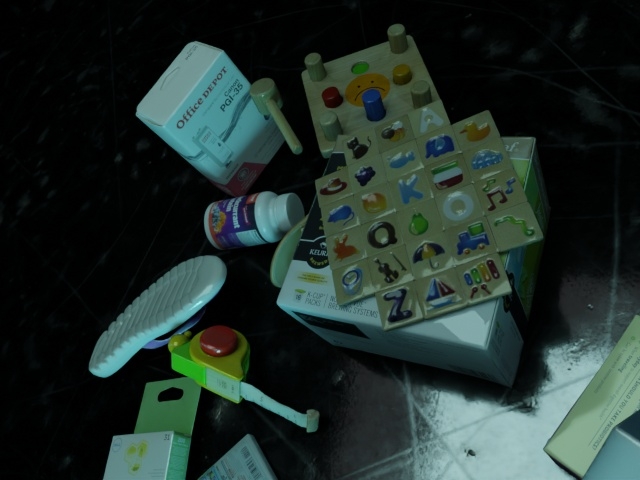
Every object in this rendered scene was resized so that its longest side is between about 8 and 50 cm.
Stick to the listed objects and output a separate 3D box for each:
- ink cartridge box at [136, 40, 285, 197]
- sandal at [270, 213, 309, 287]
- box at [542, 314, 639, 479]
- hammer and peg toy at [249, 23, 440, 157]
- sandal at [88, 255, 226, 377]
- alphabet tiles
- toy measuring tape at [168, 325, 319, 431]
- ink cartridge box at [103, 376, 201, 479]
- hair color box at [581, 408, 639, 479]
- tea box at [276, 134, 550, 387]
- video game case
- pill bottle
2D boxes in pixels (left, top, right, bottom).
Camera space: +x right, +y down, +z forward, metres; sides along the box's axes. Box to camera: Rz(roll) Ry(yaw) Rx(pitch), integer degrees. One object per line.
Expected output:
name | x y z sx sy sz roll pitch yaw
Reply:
ink cartridge box | -0.227 -0.257 1.226 0.117 0.283 0.207 30 81 38
sandal | -0.003 -0.004 1.081 0.079 0.088 0.240 22 70 42
box | 0.441 0.251 0.666 0.243 0.117 0.213 32 82 39
hammer and peg toy | 0.050 -0.280 1.150 0.362 0.127 0.265 -18 55 6
sandal | -0.326 0.164 1.169 0.416 0.102 0.169 -32 36 26
alphabet tiles | 0.136 -0.049 0.797 0.285 0.011 0.342 -21 55 17
toy measuring tape | -0.133 0.237 1.022 0.330 0.121 0.121 19 73 19
ink cartridge box | -0.317 0.371 1.050 0.171 0.056 0.235 -15 56 30
hair color box | 0.314 0.386 0.566 0.185 0.114 0.374 34 109 38
tea box | 0.161 0.020 0.891 0.329 0.220 0.323 8 69 32
video game case | -0.140 0.471 0.928 0.193 0.023 0.212 -43 52 1
pill bottle | -0.136 -0.044 1.166 0.194 0.108 0.108 -9 59 25
